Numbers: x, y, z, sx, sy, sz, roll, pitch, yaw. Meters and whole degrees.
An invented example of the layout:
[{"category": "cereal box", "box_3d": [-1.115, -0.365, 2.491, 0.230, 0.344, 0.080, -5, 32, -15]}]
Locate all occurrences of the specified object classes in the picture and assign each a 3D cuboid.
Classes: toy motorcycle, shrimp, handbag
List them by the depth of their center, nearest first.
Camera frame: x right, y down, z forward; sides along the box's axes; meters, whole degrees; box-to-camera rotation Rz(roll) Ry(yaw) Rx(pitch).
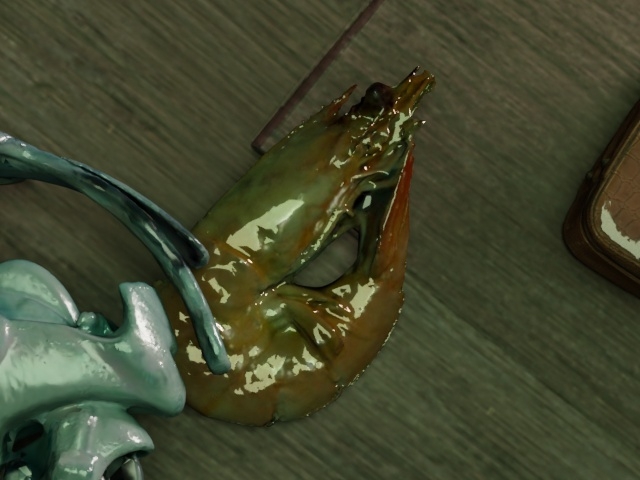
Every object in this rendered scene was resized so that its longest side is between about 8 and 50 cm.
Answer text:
[{"category": "toy motorcycle", "box_3d": [-0.181, 0.045, 0.922, 0.260, 0.154, 0.206, 33, 72, 7]}, {"category": "shrimp", "box_3d": [0.000, 0.000, 1.000, 0.145, 0.061, 0.267, 35, 76, -5]}, {"category": "handbag", "box_3d": [0.265, -0.041, 1.038, 0.151, 0.072, 0.193, 37, 76, 0]}]
